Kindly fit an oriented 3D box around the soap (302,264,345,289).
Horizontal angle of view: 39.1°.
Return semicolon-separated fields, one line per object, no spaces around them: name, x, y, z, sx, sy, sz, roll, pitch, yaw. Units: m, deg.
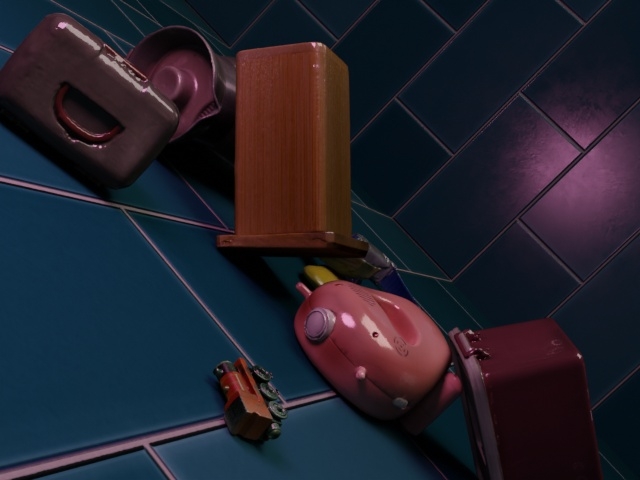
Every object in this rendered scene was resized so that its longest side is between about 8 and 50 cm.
soap;0.014;0.077;1.638;0.089;0.033;0.168;46;9;11

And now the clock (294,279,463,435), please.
clock;0.072;0.145;1.310;0.241;0.142;0.227;30;18;-45

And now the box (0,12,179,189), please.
box;-0.292;-0.173;1.123;0.210;0.148;0.129;40;0;-27

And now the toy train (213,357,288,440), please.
toy train;-0.076;0.161;0.923;0.064;0.044;0.103;24;21;-36

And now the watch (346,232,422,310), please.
watch;0.106;0.080;1.958;0.276;0.068;0.274;37;17;-39

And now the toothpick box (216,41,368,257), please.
toothpick box;-0.040;-0.130;1.392;0.187;0.190;0.308;16;74;-68

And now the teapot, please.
teapot;-0.183;-0.241;1.596;0.300;0.253;0.344;32;8;29

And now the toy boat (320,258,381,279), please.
toy boat;0.000;0.000;1.748;0.093;0.055;0.293;31;6;-47

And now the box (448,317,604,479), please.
box;0.306;0.264;1.337;0.193;0.167;0.294;-95;172;-73
